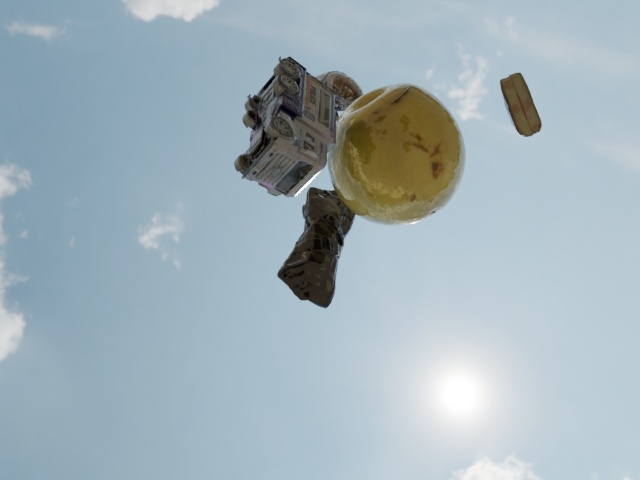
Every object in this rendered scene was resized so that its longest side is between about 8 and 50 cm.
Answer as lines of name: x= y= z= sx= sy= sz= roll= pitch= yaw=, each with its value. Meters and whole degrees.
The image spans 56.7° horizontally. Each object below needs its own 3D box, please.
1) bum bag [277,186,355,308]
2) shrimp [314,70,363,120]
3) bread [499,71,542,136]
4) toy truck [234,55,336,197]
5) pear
bum bag: x=0.000 y=0.000 z=1.426 sx=0.144 sy=0.095 sz=0.341 roll=31 pitch=-126 yaw=-18
shrimp: x=0.019 y=-0.425 z=1.723 sx=0.145 sy=0.343 sz=0.117 roll=19 pitch=-89 yaw=-30
bread: x=0.334 y=-0.220 z=0.989 sx=0.043 sy=0.062 sz=0.109 roll=-21 pitch=-98 yaw=15
toy truck: x=-0.050 y=-0.195 z=1.062 sx=0.155 sy=0.124 sz=0.268 roll=29 pitch=-140 yaw=-26
pear: x=0.159 y=-0.184 z=1.285 sx=0.309 sy=0.309 sz=0.309 roll=6 pitch=-119 yaw=-12
